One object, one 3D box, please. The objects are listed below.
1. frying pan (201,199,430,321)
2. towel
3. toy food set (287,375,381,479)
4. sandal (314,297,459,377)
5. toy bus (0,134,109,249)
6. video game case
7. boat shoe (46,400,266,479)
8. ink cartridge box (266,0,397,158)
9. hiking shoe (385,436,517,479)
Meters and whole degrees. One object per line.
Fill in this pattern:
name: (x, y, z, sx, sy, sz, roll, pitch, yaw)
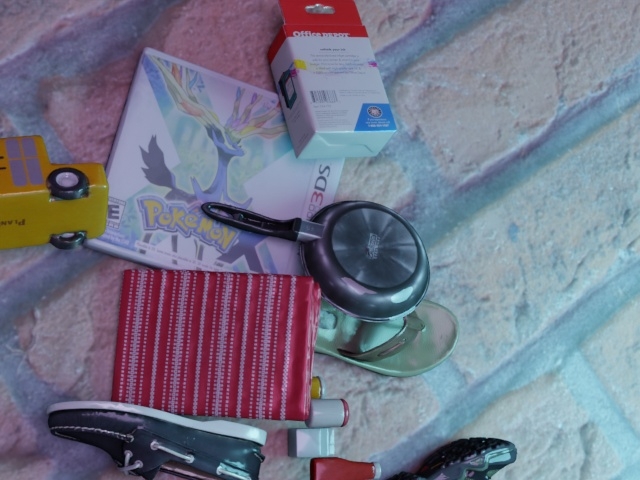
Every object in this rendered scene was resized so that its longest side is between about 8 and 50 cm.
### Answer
frying pan: (0.017, -0.017, 1.835, 0.326, 0.053, 0.197, 38, 54, 3)
towel: (-0.141, 0.140, 1.760, 0.275, 0.031, 0.199, 3, 80, 6)
toy food set: (0.022, 0.303, 1.792, 0.104, 0.111, 0.232, 2, 82, -20)
sandal: (0.074, 0.126, 1.842, 0.303, 0.086, 0.120, 10, 77, -29)
toy bus: (-0.449, -0.056, 1.682, 0.333, 0.108, 0.130, -7, 48, -19)
video game case: (-0.138, -0.084, 1.847, 0.329, 0.036, 0.300, 18, 75, -15)
boat shoe: (-0.216, 0.274, 1.716, 0.302, 0.114, 0.091, 11, 71, -16)
ink cartridge box: (0.009, -0.236, 1.877, 0.134, 0.078, 0.231, -3, 64, -26)
hiking shoe: (0.188, 0.364, 1.863, 0.227, 0.086, 0.114, -23, 102, -15)
